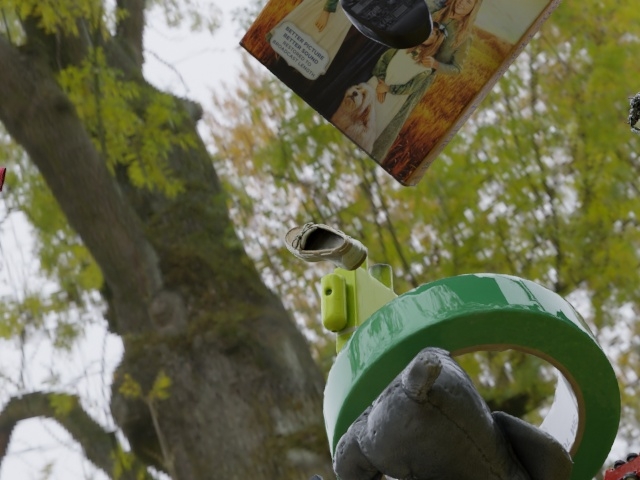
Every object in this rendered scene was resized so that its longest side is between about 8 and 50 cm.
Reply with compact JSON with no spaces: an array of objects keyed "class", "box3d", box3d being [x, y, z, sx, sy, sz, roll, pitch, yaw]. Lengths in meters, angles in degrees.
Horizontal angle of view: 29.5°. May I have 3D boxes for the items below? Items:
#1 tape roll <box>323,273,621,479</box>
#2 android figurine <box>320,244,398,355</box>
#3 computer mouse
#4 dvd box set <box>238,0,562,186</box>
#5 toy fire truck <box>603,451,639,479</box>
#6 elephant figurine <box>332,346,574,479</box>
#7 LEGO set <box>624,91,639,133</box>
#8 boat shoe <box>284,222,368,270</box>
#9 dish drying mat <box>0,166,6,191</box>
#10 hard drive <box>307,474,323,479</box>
[{"class":"tape roll","box3d":[0.165,0.191,1.339,0.321,0.077,0.321,-4,-59,-7]},{"class":"android figurine","box3d":[0.082,0.150,2.032,0.056,0.273,0.248,-17,-32,28]},{"class":"computer mouse","box3d":[0.015,-0.270,1.202,0.071,0.242,0.041,-40,-15,-16]},{"class":"dvd box set","box3d":[0.131,-0.324,1.559,0.420,0.307,0.062,-51,-12,17]},{"class":"toy fire truck","box3d":[0.452,0.342,1.621,0.135,0.047,0.192,40,-52,-10]},{"class":"elephant figurine","box3d":[0.146,0.219,1.113,0.169,0.239,0.186,-49,-7,18]},{"class":"LEGO set","box3d":[0.373,-0.161,1.430,0.023,0.083,0.054,9,-41,23]},{"class":"boat shoe","box3d":[-0.001,0.002,1.658,0.048,0.153,0.056,44,-104,-38]},{"class":"dish drying mat","box3d":[-0.409,-0.072,1.431,0.083,0.032,0.008,1,-13,19]},{"class":"hard drive","box3d":[0.036,0.351,1.461,0.022,0.135,0.094,-35,-39,-7]}]
